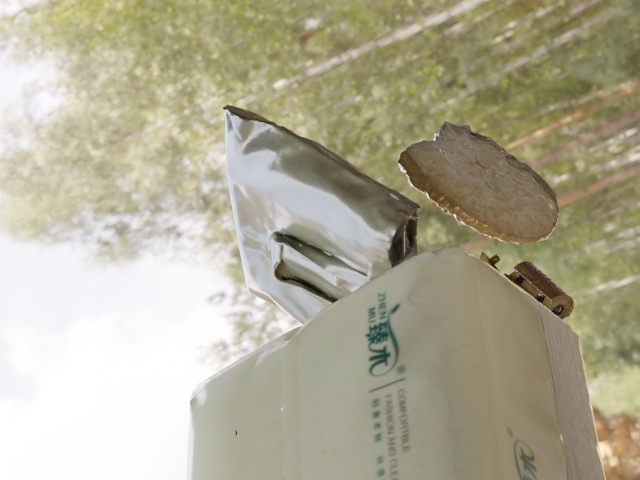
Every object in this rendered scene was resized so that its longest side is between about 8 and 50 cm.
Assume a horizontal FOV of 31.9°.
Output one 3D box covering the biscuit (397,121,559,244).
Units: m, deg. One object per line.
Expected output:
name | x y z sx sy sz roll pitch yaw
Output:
biscuit | 0.195 -0.074 1.355 0.265 0.040 0.188 9 -135 -39

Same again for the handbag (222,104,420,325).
handbag | 0.003 0.004 1.284 0.109 0.253 0.316 -43 -30 -30

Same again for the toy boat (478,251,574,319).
toy boat | 0.319 0.083 1.746 0.068 0.088 0.226 37 -172 -39

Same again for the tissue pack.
tissue pack | 0.054 0.236 0.807 0.207 0.297 0.380 34 -143 -37
